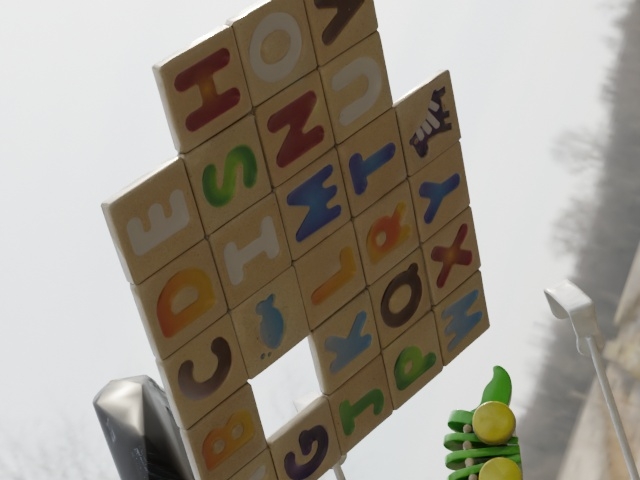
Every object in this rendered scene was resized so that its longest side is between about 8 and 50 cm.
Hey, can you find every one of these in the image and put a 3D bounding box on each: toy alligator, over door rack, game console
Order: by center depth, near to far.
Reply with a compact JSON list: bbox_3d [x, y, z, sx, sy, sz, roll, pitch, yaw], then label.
[{"bbox_3d":[0.111,0.173,0.886,0.056,0.051,0.189,68,-163,-60],"label":"toy alligator"},{"bbox_3d":[0.147,0.224,0.984,0.108,0.239,0.324,173,75,-82],"label":"over door rack"},{"bbox_3d":[-0.032,0.247,1.067,0.044,0.213,0.361,-44,-55,6],"label":"game console"}]

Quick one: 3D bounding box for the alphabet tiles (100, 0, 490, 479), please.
[{"bbox_3d":[0.000,0.000,0.605,0.198,0.009,0.237,-36,-50,-31],"label":"alphabet tiles"}]
